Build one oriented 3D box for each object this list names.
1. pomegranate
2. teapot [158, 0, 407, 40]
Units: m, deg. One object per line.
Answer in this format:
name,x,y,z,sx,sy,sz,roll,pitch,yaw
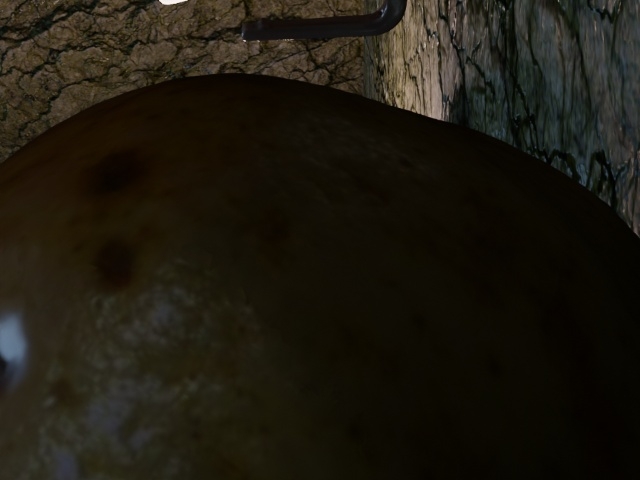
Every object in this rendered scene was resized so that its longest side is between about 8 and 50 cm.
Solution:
pomegranate,0.007,0.127,0.574,0.410,0.410,0.410,178,90,-89
teapot,-0.034,-0.345,1.404,0.253,0.343,0.300,-91,-1,-59
